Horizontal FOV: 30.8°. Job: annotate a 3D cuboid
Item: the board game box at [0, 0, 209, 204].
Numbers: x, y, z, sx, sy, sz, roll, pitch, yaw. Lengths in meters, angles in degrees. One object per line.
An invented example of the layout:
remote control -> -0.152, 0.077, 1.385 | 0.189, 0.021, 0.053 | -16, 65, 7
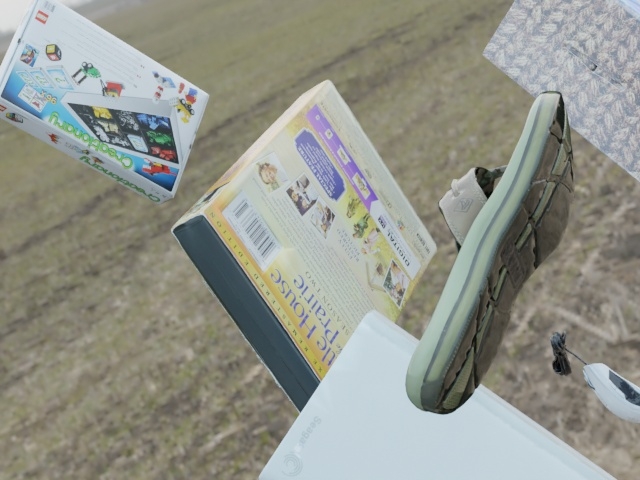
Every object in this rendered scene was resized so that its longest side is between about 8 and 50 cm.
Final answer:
board game box -> -0.325, -0.208, 1.729 | 0.053, 0.305, 0.193 | -19, 48, 51

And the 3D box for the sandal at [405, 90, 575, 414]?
sandal -> 0.126, -0.006, 0.918 | 0.086, 0.120, 0.303 | 16, 59, 30

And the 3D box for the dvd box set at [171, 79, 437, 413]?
dvd box set -> 0.000, 0.000, 1.534 | 0.062, 0.307, 0.420 | -25, 17, 33

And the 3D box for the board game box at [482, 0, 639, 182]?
board game box -> 0.367, -0.209, 1.308 | 0.291, 0.232, 0.141 | -18, -34, -52

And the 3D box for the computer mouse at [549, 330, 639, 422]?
computer mouse -> 0.417, 0.215, 1.723 | 0.193, 0.106, 0.042 | 36, 70, 25

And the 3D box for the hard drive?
hard drive -> 0.119, 0.236, 1.105 | 0.203, 0.307, 0.040 | -57, -12, 9
